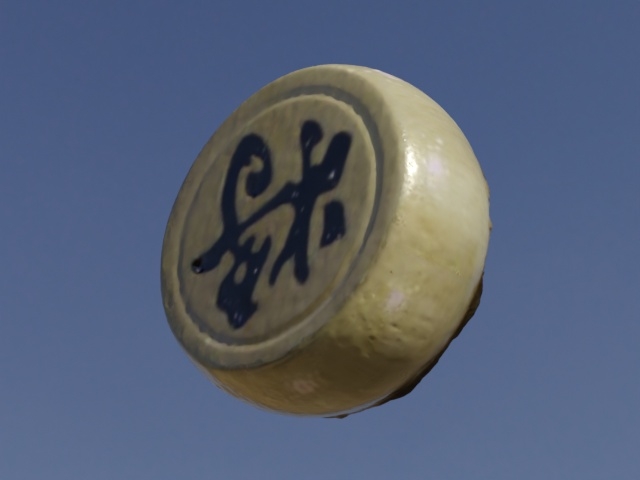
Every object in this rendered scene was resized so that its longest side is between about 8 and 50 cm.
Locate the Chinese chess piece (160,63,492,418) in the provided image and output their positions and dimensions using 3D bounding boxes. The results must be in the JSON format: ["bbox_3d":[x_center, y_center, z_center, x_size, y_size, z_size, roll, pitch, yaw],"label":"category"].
[{"bbox_3d":[0.000,0.000,1.086,0.257,0.257,0.104,-30,-41,30],"label":"Chinese chess piece"}]
